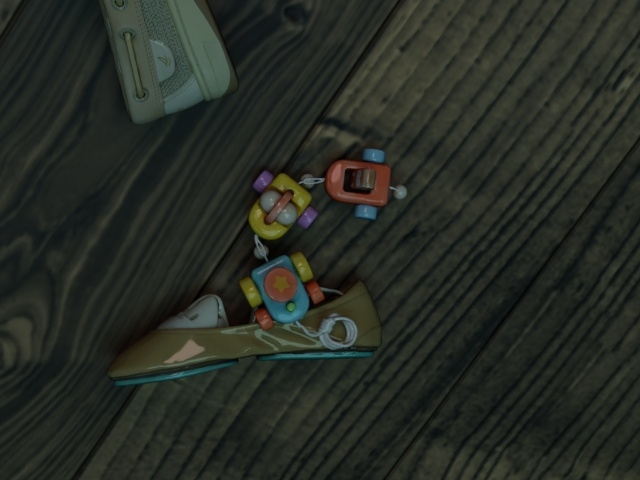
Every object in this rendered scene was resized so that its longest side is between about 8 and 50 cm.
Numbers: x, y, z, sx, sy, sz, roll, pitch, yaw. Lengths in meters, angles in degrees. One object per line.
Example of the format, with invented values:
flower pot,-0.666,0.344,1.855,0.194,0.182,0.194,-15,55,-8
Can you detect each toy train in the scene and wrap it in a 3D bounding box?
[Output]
toy train,0.000,0.000,1.279,0.125,0.046,0.166,12,85,-4

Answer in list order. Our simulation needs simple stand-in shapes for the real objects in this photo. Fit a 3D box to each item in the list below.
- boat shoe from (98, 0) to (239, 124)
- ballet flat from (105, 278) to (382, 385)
boat shoe,-0.154,-0.219,1.143,0.098,0.109,0.302,-23,123,-2
ballet flat,-0.065,0.073,1.328,0.232,0.080,0.073,-6,88,-12
